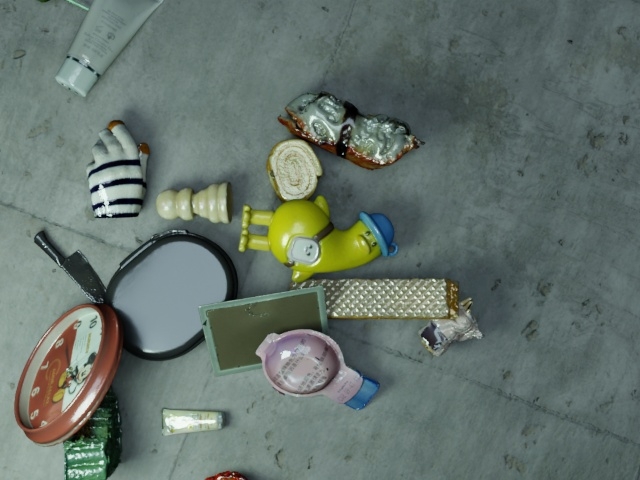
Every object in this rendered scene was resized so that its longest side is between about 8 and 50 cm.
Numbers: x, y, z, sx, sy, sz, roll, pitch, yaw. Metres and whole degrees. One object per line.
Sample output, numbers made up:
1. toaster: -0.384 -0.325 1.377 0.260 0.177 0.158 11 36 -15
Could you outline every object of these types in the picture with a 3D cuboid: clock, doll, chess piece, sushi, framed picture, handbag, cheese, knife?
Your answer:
1. clock: -0.524 0.279 1.781 0.080 0.318 0.318 38 83 -36
2. doll: 0.000 0.000 1.887 0.363 0.145 0.199 7 96 -12
3. chess piece: -0.287 -0.085 1.915 0.171 0.094 0.094 0 85 5
4. sushi: 0.068 -0.251 1.919 0.332 0.124 0.130 24 92 2
5. framed picture: -0.118 0.199 1.861 0.273 0.016 0.216 -9 127 -4
6. handbag: -0.334 0.121 1.886 0.308 0.093 0.254 -40 86 -5
7. cheese: -0.007 0.290 1.872 0.286 0.074 0.189 27 116 -14
8. knife: -0.555 0.062 1.918 0.060 0.028 0.230 -43 90 -18

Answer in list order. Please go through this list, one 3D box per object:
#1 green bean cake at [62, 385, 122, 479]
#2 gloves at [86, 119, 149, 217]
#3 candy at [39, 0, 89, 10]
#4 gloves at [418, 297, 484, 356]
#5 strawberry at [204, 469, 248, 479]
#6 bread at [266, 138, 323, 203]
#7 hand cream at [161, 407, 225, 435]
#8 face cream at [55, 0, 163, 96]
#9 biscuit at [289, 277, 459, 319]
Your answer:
1. green bean cake: -0.488 0.410 1.797 0.107 0.208 0.193 -1 87 -5
2. gloves: -0.457 -0.161 1.890 0.140 0.131 0.218 -1 94 -5
3. candy: -0.574 -0.552 1.963 0.202 0.061 0.061 25 84 -8
4. gloves: 0.290 0.194 1.903 0.144 0.094 0.110 -24 64 1
5. strawberry: -0.206 0.572 1.851 0.145 0.086 0.145 0 81 -1
6. bread: -0.058 -0.159 1.931 0.122 0.073 0.149 -22 87 -5
7. hand cream: -0.285 0.403 1.891 0.143 0.039 0.061 -3 87 2
8. face cream: -0.493 -0.478 1.935 0.143 0.089 0.314 33 81 -19
9. biscuit: 0.116 0.132 1.881 0.379 0.054 0.094 0 79 12
